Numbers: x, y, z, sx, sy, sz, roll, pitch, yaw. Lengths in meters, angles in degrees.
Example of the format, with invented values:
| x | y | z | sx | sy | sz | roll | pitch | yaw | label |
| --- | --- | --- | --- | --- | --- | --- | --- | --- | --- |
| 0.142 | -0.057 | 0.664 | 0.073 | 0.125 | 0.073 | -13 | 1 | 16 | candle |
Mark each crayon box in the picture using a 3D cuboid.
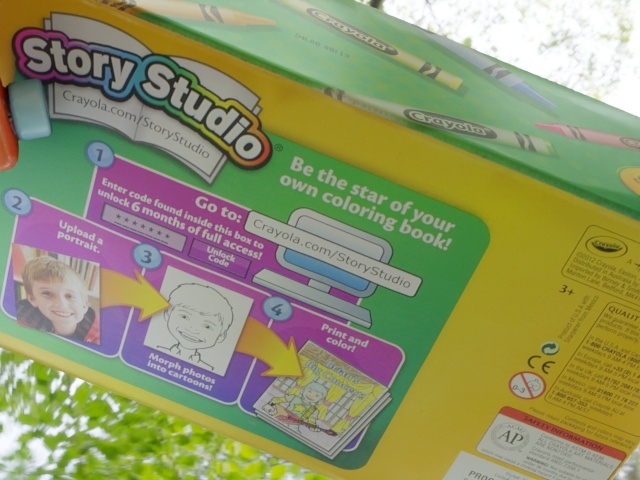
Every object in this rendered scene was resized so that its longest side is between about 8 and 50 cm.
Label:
| x | y | z | sx | sy | sz | roll | pitch | yaw | label |
| --- | --- | --- | --- | --- | --- | --- | --- | --- | --- |
| 0.000 | 0.000 | 0.381 | 0.278 | 0.165 | 0.081 | 22 | -145 | -2 | crayon box |

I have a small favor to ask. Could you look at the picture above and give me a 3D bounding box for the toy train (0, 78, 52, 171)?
| x | y | z | sx | sy | sz | roll | pitch | yaw | label |
| --- | --- | --- | --- | --- | --- | --- | --- | --- | --- |
| -0.165 | -0.051 | 0.271 | 0.166 | 0.046 | 0.125 | -9 | -64 | -13 | toy train |
